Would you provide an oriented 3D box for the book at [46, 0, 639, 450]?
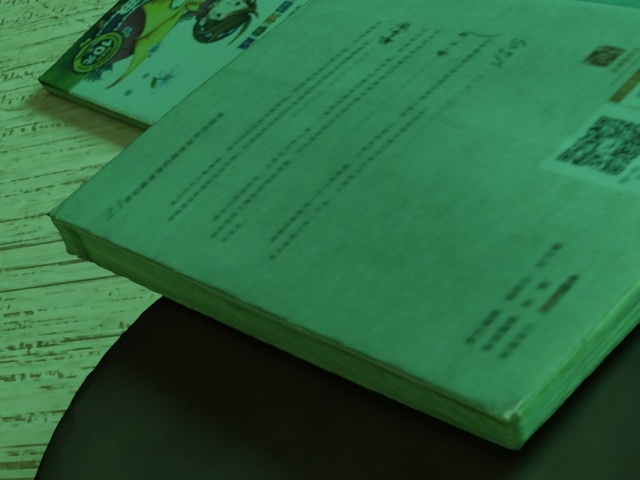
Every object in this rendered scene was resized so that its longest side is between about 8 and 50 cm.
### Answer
[{"bbox_3d":[0.039,-0.038,0.539,0.215,0.025,0.282,-42,35,-21],"label":"book"}]

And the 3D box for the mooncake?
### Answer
[{"bbox_3d":[0.054,0.122,0.497,0.325,0.174,0.334,-19,38,14],"label":"mooncake"}]

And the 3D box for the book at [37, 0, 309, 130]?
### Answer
[{"bbox_3d":[-0.051,-0.159,1.000,0.322,0.018,0.228,22,64,47],"label":"book"}]
